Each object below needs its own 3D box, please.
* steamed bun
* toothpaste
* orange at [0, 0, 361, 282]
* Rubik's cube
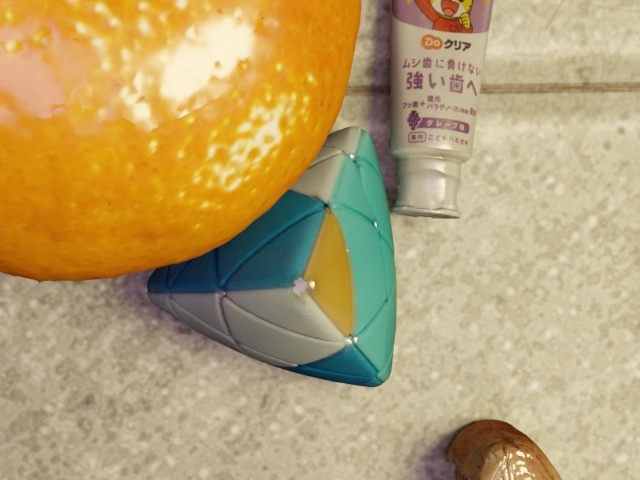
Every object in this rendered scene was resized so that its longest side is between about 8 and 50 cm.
[{"bbox_3d":[0.186,0.262,0.722,0.106,0.145,0.175,-26,93,1],"label":"steamed bun"},{"bbox_3d":[0.108,-0.171,0.707,0.114,0.073,0.299,4,89,-5],"label":"toothpaste"},{"bbox_3d":[-0.177,-0.179,0.550,0.424,0.326,0.424,2,82,-16],"label":"orange"},{"bbox_3d":[0.000,0.000,0.640,0.254,0.254,0.254,0,97,-4],"label":"Rubik's cube"}]
